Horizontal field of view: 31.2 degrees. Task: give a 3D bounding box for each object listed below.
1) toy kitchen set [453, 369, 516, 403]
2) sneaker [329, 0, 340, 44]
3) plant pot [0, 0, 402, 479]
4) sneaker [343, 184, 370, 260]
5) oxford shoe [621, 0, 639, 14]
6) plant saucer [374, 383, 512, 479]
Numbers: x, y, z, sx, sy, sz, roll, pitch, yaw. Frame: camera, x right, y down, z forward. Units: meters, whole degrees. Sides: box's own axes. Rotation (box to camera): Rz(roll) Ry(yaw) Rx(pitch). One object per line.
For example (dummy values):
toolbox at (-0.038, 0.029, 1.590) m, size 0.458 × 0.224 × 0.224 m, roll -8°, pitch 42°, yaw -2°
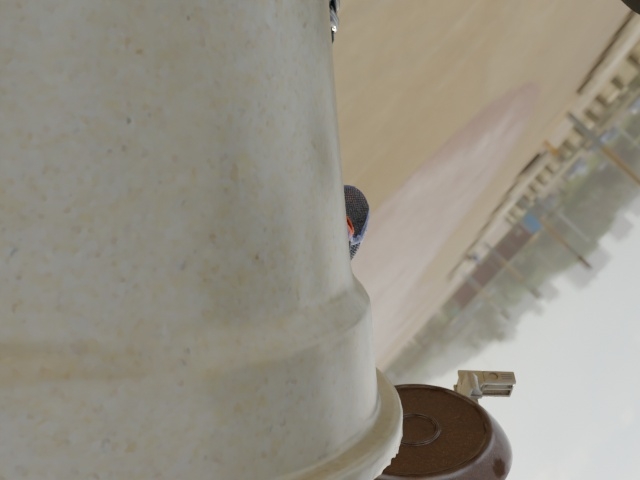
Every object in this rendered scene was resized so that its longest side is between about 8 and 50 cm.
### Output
toy kitchen set at (0.209, 0.190, 1.407) m, size 0.083 × 0.075 × 0.068 m, roll -96°, pitch -169°, yaw -46°
sneaker at (-0.022, -0.181, 0.818) m, size 0.343 × 0.146 × 0.134 m, roll -39°, pitch 156°, yaw -20°
plant pot at (-0.120, -0.074, 0.488) m, size 0.334 × 0.333 × 0.306 m, roll -27°, pitch 122°, yaw -69°
sneaker at (0.000, 0.000, 1.048) m, size 0.087 × 0.083 × 0.221 m, roll -36°, pitch -175°, yaw 33°
oxford shoe at (0.281, -0.246, 0.997) m, size 0.076 × 0.212 × 0.076 m, roll -5°, pitch 126°, yaw -41°
plant saucer at (0.079, 0.170, 0.978) m, size 0.168 × 0.168 × 0.029 m, roll -38°, pitch 133°, yaw -47°
